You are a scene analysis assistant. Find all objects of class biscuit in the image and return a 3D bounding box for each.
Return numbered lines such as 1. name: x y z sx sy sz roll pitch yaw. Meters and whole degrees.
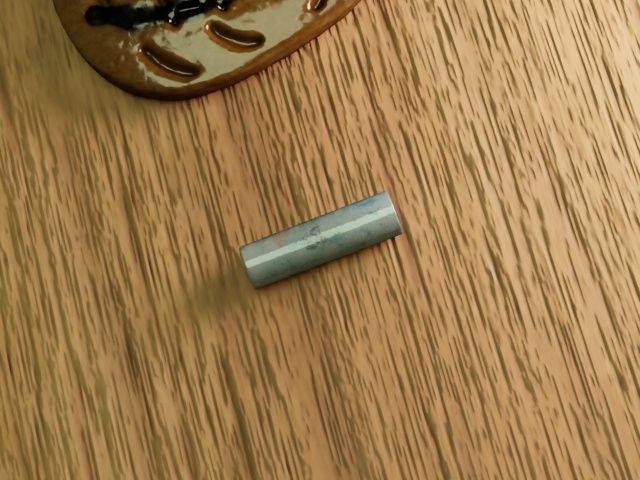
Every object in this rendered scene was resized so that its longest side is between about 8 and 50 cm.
1. biscuit: -0.115 -0.321 1.484 0.367 0.063 0.314 -31 74 -1

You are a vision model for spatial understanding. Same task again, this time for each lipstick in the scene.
1. lipstick: 0.000 0.000 1.384 0.158 0.048 0.048 -21 73 2
